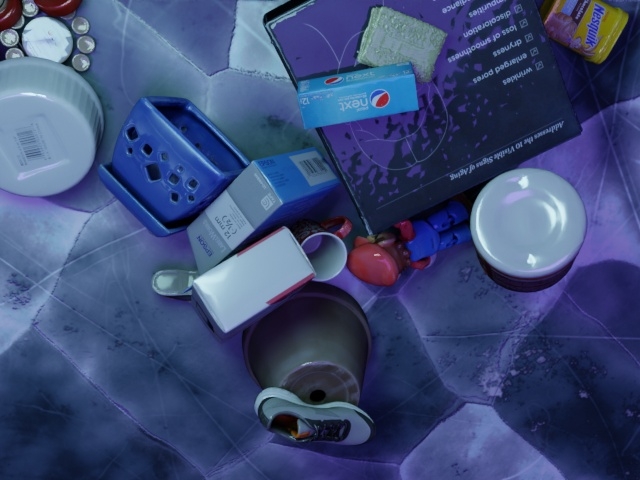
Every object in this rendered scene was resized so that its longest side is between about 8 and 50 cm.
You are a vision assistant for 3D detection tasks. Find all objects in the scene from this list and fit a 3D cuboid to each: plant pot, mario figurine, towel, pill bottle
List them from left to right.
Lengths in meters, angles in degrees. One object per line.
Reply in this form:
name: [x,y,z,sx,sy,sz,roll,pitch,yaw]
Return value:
plant pot: [-0.307,-0.147,1.569,0.236,0.236,0.212,45,106,2]
plant pot: [-0.019,0.297,1.770,0.324,0.280,0.322,-3,112,-7]
towel: [0.148,-0.354,1.361,0.148,0.027,0.110,16,109,-11]
mario figurine: [0.197,-0.013,1.757,0.321,0.170,0.198,-24,90,-15]
pill bottle: [0.447,-0.005,1.633,0.224,0.392,0.223,-3,79,14]

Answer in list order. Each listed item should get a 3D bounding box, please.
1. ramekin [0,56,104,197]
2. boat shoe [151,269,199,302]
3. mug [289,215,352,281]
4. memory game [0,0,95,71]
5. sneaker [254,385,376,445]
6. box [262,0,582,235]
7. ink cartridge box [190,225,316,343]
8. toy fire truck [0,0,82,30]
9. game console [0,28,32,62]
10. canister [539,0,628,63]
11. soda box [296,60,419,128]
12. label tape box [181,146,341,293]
ramekin: [-0.589,-0.222,1.542,0.278,0.135,0.277,-8,127,-10]
boat shoe: [-0.284,0.109,1.780,0.228,0.069,0.081,8,79,-11]
mug: [0.000,0.010,1.716,0.150,0.169,0.113,-18,109,-10]
memory game: [-0.562,-0.410,1.550,0.186,0.012,0.186,-5,104,-21]
sneaker: [-0.009,0.397,1.602,0.272,0.108,0.100,15,107,-14]
box: [0.198,-0.346,1.537,0.480,0.297,0.471,-26,110,5]
ink cartridge box: [-0.152,0.104,1.610,0.226,0.306,0.131,-33,84,-14]
toy fire truck: [-0.607,-0.565,1.438,0.302,0.169,0.253,-13,80,0]
game console: [-0.757,-0.305,1.575,0.361,0.044,0.213,-30,111,5]
canister: [0.569,-0.481,1.652,0.170,0.073,0.126,22,106,-13]
soda box: [0.067,-0.262,1.352,0.210,0.067,0.071,-9,123,7]
label tape box: [-0.153,-0.045,1.616,0.348,0.249,0.115,-38,83,32]
